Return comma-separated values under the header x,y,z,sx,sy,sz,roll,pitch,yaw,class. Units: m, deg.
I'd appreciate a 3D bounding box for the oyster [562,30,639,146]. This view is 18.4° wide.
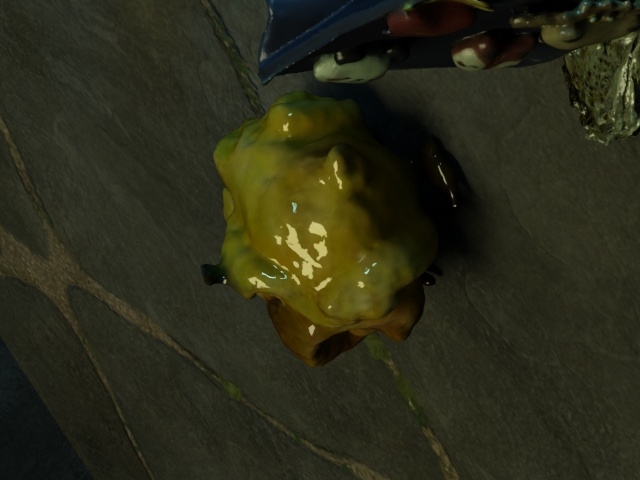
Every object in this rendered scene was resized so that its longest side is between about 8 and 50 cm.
x,y,z,sx,sy,sz,roll,pitch,yaw,class
0.254,-0.148,1.710,0.177,0.064,0.125,9,119,71,oyster

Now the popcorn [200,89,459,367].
x,y,z,sx,sy,sz,roll,pitch,yaw,class
0.000,0.000,2.136,0.297,0.281,0.316,-132,30,-52,popcorn

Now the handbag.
x,y,z,sx,sy,sz,roll,pitch,yaw,class
0.135,-0.197,1.533,0.329,0.303,0.122,-4,92,60,handbag
